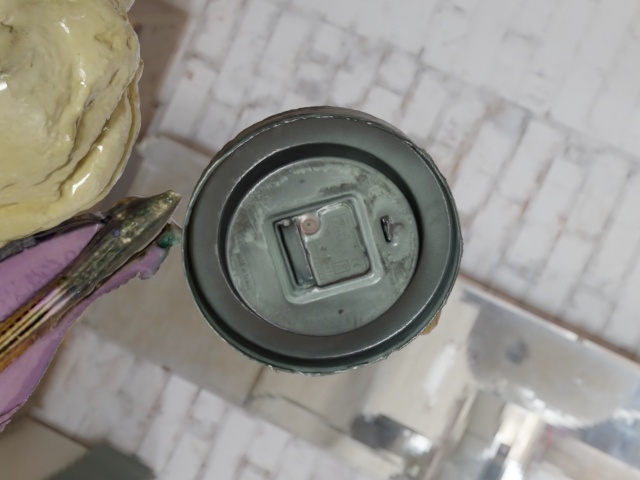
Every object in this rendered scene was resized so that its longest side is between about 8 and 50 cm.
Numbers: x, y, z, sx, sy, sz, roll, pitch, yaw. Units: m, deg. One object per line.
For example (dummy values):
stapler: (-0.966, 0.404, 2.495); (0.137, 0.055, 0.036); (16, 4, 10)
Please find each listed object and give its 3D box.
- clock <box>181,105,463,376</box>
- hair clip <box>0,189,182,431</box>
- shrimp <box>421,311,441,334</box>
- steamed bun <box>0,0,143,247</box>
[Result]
clock: (0.000, 0.000, 1.213); (0.049, 0.226, 0.226); (-105, -146, -68)
hair clip: (-0.261, 0.054, 1.408); (0.359, 0.095, 0.110); (-42, 123, -33)
shrimp: (0.079, 0.015, 1.730); (0.053, 0.133, 0.236); (-51, -152, 33)
steamed bun: (-0.258, -0.152, 1.255); (0.325, 0.230, 0.372); (-26, -134, 40)
